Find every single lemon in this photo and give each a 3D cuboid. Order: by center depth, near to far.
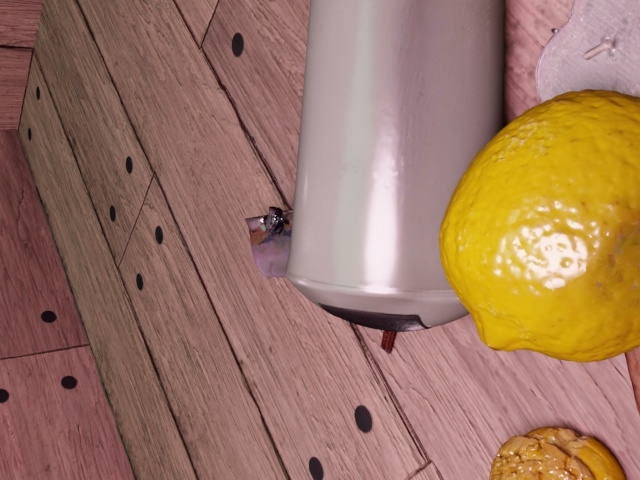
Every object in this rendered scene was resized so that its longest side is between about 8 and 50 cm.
[{"bbox_3d":[0.258,-0.020,0.728,0.310,0.253,0.253,-47,48,0],"label":"lemon"}]

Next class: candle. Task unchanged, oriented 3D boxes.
[{"bbox_3d":[0.324,-0.204,0.780,0.168,0.068,0.192,56,137,38],"label":"candle"}]

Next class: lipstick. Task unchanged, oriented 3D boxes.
[{"bbox_3d":[0.119,0.098,1.145,0.027,0.027,0.176,37,125,45],"label":"lipstick"}]

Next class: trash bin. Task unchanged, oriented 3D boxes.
[{"bbox_3d":[0.100,-0.100,0.935,0.280,0.281,0.431,10,100,53],"label":"trash bin"}]

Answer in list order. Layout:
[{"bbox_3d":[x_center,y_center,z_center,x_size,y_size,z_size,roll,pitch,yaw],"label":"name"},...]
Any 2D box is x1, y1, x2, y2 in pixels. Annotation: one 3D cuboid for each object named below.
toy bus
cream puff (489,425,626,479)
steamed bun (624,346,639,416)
[{"bbox_3d":[0.000,0.000,1.227,0.317,0.113,0.137,0,99,55],"label":"toy bus"},{"bbox_3d":[0.274,0.321,0.878,0.189,0.130,0.188,8,100,56],"label":"cream puff"},{"bbox_3d":[0.388,0.142,0.721,0.175,0.106,0.144,-27,79,66],"label":"steamed bun"}]
